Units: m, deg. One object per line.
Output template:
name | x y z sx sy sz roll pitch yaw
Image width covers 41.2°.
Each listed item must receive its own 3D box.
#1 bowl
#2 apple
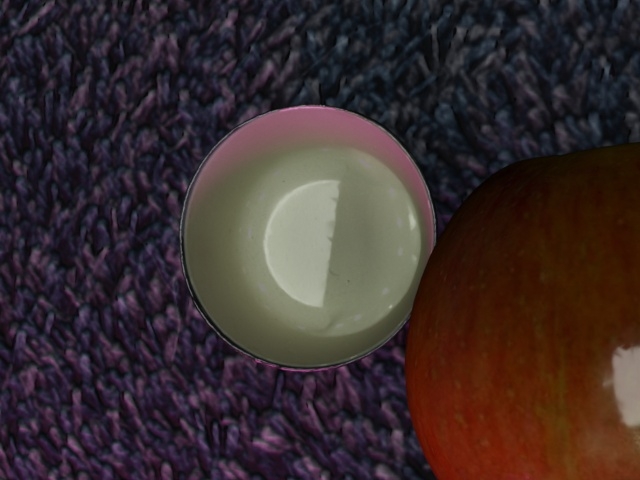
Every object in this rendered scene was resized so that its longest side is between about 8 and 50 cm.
bowl | 0.000 0.000 0.800 0.238 0.126 0.238 -1 87 15
apple | 0.234 0.082 0.633 0.339 0.339 0.339 -1 87 14
